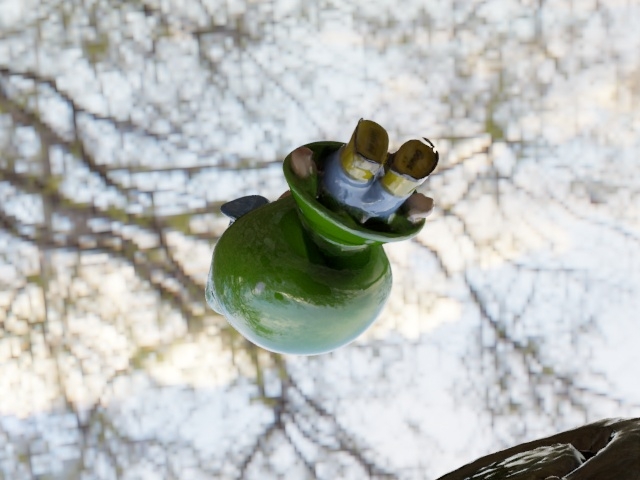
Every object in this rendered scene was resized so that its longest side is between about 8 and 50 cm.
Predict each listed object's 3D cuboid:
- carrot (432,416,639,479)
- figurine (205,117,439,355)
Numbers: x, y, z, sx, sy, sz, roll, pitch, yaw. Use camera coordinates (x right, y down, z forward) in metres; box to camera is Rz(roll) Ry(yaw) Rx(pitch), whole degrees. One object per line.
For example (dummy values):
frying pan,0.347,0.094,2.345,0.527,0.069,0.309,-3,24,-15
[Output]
carrot,0.145,0.263,0.765,0.224,0.341,0.224,-20,-179,0
figurine,0.000,0.000,1.405,0.162,0.263,0.143,19,-131,-18
